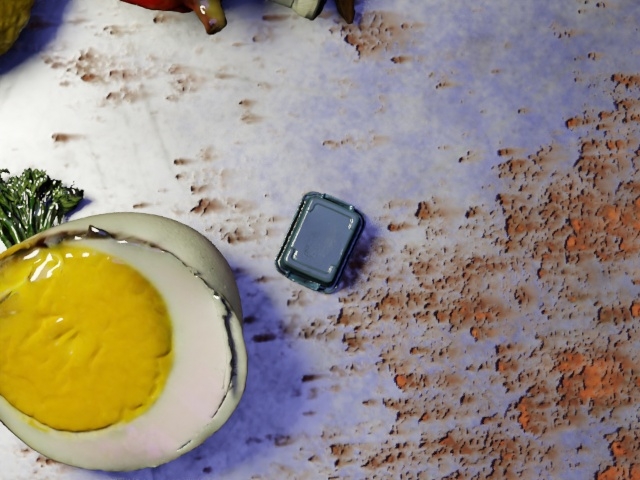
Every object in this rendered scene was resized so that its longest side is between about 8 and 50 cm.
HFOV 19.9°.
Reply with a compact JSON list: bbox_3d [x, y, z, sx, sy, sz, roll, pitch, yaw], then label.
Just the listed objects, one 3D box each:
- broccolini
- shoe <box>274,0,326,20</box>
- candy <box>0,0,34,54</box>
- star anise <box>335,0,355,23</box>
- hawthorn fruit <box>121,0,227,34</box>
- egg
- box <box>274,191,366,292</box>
[{"bbox_3d":[-0.353,0.043,1.902,0.123,0.062,0.271,23,87,10],"label":"broccolini"},{"bbox_3d":[-0.013,-0.329,1.884,0.077,0.074,0.194,15,96,5],"label":"shoe"},{"bbox_3d":[-0.408,-0.282,1.857,0.260,0.118,0.259,0,90,25],"label":"candy"},{"bbox_3d":[0.020,-0.313,1.944,0.168,0.057,0.167,0,84,-3],"label":"star anise"},{"bbox_3d":[-0.155,-0.357,1.840,0.265,0.265,0.307,-26,88,-5],"label":"hawthorn fruit"},{"bbox_3d":[-0.208,0.088,1.848,0.286,0.174,0.264,-26,106,14],"label":"egg"},{"bbox_3d":[0.000,0.000,1.916,0.074,0.054,0.099,24,85,2],"label":"box"}]
